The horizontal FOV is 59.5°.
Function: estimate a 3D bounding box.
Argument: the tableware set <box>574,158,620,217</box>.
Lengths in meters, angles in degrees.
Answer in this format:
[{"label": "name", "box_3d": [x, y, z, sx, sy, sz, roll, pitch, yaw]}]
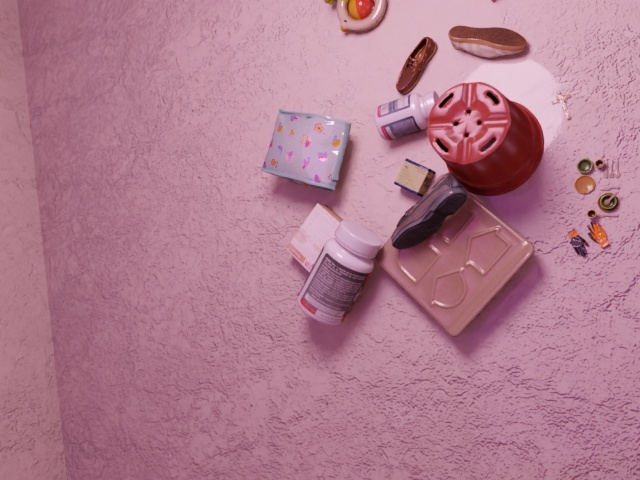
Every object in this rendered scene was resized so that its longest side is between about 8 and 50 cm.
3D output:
[{"label": "tableware set", "box_3d": [0.692, -0.131, 1.404, 0.104, 0.024, 0.154, 1, 86, 30]}]

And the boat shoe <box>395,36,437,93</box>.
[{"label": "boat shoe", "box_3d": [0.275, -0.524, 1.663, 0.064, 0.060, 0.178, 40, 105, 27]}]

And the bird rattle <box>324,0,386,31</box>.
[{"label": "bird rattle", "box_3d": [0.136, -0.765, 1.760, 0.253, 0.143, 0.207, -4, 95, 17]}]

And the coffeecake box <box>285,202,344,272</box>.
[{"label": "coffeecake box", "box_3d": [0.000, 0.000, 1.766, 0.142, 0.068, 0.185, 43, 106, 26]}]

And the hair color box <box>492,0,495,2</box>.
[{"label": "hair color box", "box_3d": [0.515, -0.744, 1.556, 0.141, 0.043, 0.072, -40, 68, 22]}]

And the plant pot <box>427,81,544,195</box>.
[{"label": "plant pot", "box_3d": [0.411, -0.270, 1.442, 0.272, 0.265, 0.273, -4, 83, 30]}]

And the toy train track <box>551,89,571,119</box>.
[{"label": "toy train track", "box_3d": [0.636, -0.356, 1.465, 0.048, 0.014, 0.083, -22, 75, 27]}]

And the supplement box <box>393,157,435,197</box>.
[{"label": "supplement box", "box_3d": [0.275, -0.183, 1.632, 0.083, 0.056, 0.083, 30, 100, 29]}]

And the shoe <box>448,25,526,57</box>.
[{"label": "shoe", "box_3d": [0.465, -0.553, 1.565, 0.219, 0.058, 0.077, 21, 65, 26]}]

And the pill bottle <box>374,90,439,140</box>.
[{"label": "pill bottle", "box_3d": [0.258, -0.367, 1.631, 0.180, 0.108, 0.108, -14, 78, 28]}]

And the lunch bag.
[{"label": "lunch bag", "box_3d": [-0.028, -0.282, 1.761, 0.262, 0.160, 0.224, 18, 93, 36]}]

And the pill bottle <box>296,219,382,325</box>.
[{"label": "pill bottle", "box_3d": [0.058, 0.094, 1.651, 0.161, 0.161, 0.283, 39, 112, 27]}]

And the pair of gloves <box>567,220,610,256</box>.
[{"label": "pair of gloves", "box_3d": [0.674, -0.004, 1.410, 0.083, 0.010, 0.074, -29, 72, 25]}]

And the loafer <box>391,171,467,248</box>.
[{"label": "loafer", "box_3d": [0.285, -0.076, 1.509, 0.267, 0.096, 0.084, -44, 44, 40]}]

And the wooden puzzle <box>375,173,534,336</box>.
[{"label": "wooden puzzle", "box_3d": [0.363, 0.038, 1.551, 0.322, 0.080, 0.348, -52, 58, 16]}]
